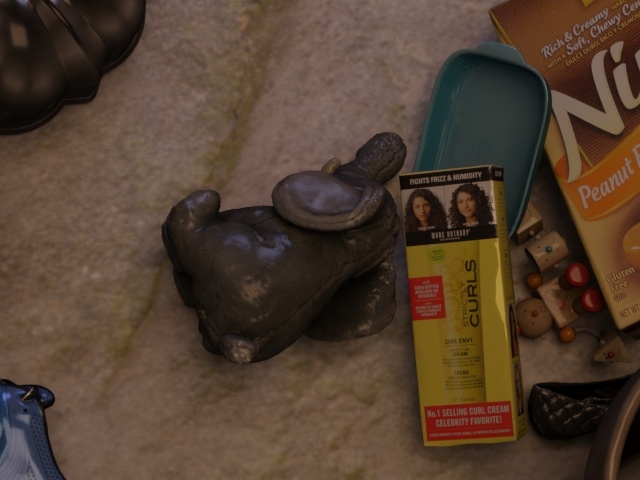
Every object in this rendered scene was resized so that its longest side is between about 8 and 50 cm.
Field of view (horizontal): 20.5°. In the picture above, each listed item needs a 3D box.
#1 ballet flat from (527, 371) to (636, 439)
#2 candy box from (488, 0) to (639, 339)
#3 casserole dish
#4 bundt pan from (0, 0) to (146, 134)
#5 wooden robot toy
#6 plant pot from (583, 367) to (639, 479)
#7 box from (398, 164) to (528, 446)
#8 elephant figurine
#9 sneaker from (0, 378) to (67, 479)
[{"bbox_3d":[0.265,0.134,1.543,0.173,0.057,0.049,-13,120,-12],"label":"ballet flat"},{"bbox_3d":[0.291,-0.094,1.542,0.183,0.087,0.316,-24,74,14],"label":"candy box"},{"bbox_3d":[0.144,-0.079,1.545,0.114,0.037,0.188,20,103,31],"label":"casserole dish"},{"bbox_3d":[-0.278,-0.250,1.461,0.330,0.124,0.331,0,91,-20],"label":"bundt pan"},{"bbox_3d":[0.197,0.051,1.552,0.079,0.076,0.173,-31,82,-6],"label":"wooden robot toy"},{"bbox_3d":[0.336,0.235,1.416,0.323,0.280,0.323,3,75,-9],"label":"plant pot"},{"bbox_3d":[0.121,0.055,1.500,0.087,0.058,0.232,-4,90,16],"label":"box"},{"bbox_3d":[0.000,0.000,1.472,0.239,0.169,0.186,-20,75,-11],"label":"elephant figurine"},{"bbox_3d":[-0.297,0.156,1.414,0.330,0.130,0.147,44,61,-4],"label":"sneaker"}]
